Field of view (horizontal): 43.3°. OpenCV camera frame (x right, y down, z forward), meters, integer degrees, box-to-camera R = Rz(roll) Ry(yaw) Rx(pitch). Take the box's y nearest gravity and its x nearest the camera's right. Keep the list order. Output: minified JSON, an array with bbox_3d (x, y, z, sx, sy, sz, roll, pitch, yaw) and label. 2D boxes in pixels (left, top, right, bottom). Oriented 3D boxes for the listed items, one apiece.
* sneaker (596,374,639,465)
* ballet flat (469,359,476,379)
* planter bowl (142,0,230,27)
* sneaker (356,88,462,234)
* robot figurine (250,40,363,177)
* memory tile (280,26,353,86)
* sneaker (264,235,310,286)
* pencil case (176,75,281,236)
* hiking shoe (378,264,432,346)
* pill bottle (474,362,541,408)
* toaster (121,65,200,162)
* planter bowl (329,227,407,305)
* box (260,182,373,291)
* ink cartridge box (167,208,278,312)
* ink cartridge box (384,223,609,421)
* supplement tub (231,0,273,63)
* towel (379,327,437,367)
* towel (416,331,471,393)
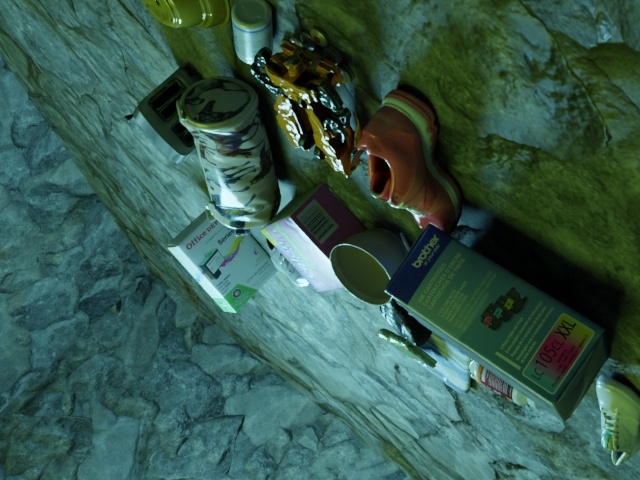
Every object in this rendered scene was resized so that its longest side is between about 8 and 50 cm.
[{"bbox_3d":[0.545,0.339,1.481,0.080,0.094,0.212,22,151,52],"label":"sneaker"},{"bbox_3d":[0.357,0.288,1.832,0.057,0.052,0.168,34,159,30],"label":"ballet flat"},{"bbox_3d":[-0.277,-0.467,1.506,0.217,0.090,0.217,40,161,17],"label":"planter bowl"},{"bbox_3d":[0.136,-0.099,1.344,0.116,0.136,0.314,28,156,42],"label":"sneaker"},{"bbox_3d":[-0.014,-0.235,1.417,0.211,0.085,0.291,32,163,24],"label":"robot figurine"},{"bbox_3d":[-0.008,-0.311,1.392,0.113,0.012,0.148,52,160,-22],"label":"memory tile"},{"bbox_3d":[-0.074,0.042,2.133,0.281,0.105,0.115,15,146,57],"label":"sneaker"},{"bbox_3d":[-0.199,-0.183,1.783,0.160,0.183,0.410,55,166,31],"label":"pencil case"},{"bbox_3d":[0.166,0.142,1.836,0.114,0.086,0.227,8,129,52],"label":"hiking shoe"},{"bbox_3d":[0.405,0.290,1.685,0.152,0.086,0.086,26,154,45],"label":"pill bottle"},{"bbox_3d":[-0.328,-0.285,1.853,0.168,0.185,0.110,48,166,-9],"label":"toaster"},{"bbox_3d":[0.117,0.042,1.702,0.162,0.109,0.162,29,144,25],"label":"planter bowl"},{"bbox_3d":[0.000,0.000,1.871,0.213,0.117,0.243,48,162,-9],"label":"box"},{"bbox_3d":[-0.298,0.053,2.473,0.278,0.201,0.117,51,160,-15],"label":"ink cartridge box"},{"bbox_3d":[0.284,0.130,1.397,0.395,0.151,0.270,32,176,26],"label":"ink cartridge box"},{"bbox_3d":[-0.118,-0.368,1.413,0.071,0.071,0.107,39,160,15],"label":"supplement tub"},{"bbox_3d":[0.214,0.264,1.967,0.110,0.027,0.148,21,166,46],"label":"towel"},{"bbox_3d":[0.281,0.264,1.975,0.209,0.034,0.285,34,159,26],"label":"towel"}]
